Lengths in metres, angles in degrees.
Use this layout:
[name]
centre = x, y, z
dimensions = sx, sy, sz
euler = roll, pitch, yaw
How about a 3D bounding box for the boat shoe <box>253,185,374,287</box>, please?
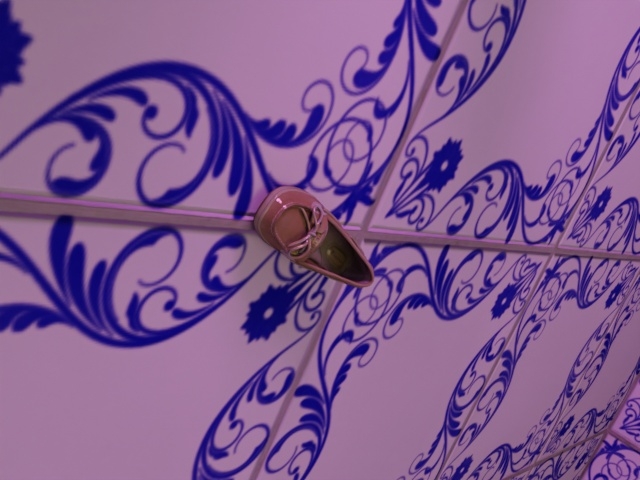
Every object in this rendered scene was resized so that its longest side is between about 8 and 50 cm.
[boat shoe]
centre = -0.001, 0.002, 0.650
dimensions = 0.056, 0.048, 0.153
euler = -54, 146, -5
